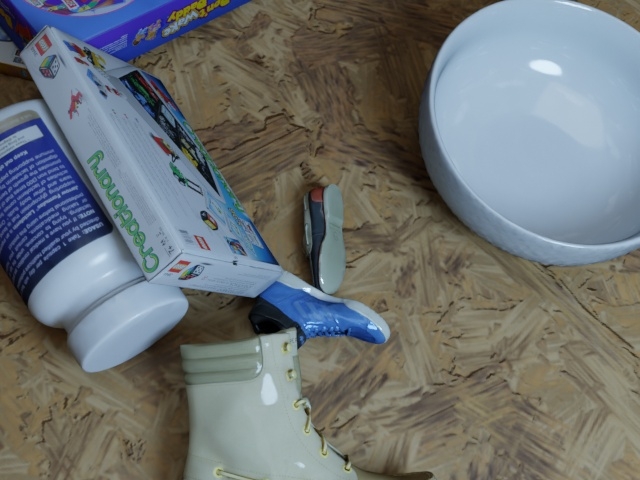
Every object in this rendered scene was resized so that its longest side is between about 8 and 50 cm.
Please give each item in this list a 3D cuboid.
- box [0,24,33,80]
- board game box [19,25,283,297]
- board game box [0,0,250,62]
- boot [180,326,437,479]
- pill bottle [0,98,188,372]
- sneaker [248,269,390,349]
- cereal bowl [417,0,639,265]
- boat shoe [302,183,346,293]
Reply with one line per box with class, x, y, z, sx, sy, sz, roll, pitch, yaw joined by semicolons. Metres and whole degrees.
box;-0.388;-0.245;1.083;0.136;0.028;0.081;12;64;-2
board game box;-0.176;-0.079;0.943;0.053;0.193;0.305;-40;67;16
board game box;-0.246;-0.356;1.111;0.347;0.078;0.233;-34;75;-27
boot;-0.011;0.188;0.894;0.262;0.095;0.203;-2;82;-4
pill bottle;-0.259;-0.005;0.927;0.153;0.153;0.264;-30;74;-20
sneaker;-0.005;0.098;0.974;0.152;0.058;0.084;26;59;7
cereal bowl;0.274;-0.118;1.074;0.339;0.141;0.338;3;66;-8
boat shoe;0.000;0.000;1.031;0.043;0.049;0.136;-14;64;31
